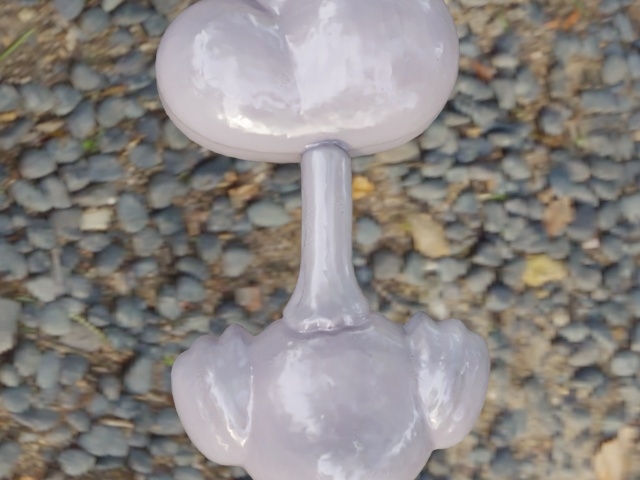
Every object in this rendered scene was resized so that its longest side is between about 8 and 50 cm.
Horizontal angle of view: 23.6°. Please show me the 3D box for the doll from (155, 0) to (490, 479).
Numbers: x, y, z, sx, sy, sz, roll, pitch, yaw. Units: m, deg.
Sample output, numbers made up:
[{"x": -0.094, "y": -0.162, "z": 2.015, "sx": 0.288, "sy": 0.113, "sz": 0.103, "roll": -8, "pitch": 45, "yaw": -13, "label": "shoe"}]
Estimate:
[{"x": 0.000, "y": 0.000, "z": 0.772, "sx": 0.160, "sy": 0.094, "sz": 0.365, "roll": -5, "pitch": 80, "yaw": -2, "label": "doll"}]
